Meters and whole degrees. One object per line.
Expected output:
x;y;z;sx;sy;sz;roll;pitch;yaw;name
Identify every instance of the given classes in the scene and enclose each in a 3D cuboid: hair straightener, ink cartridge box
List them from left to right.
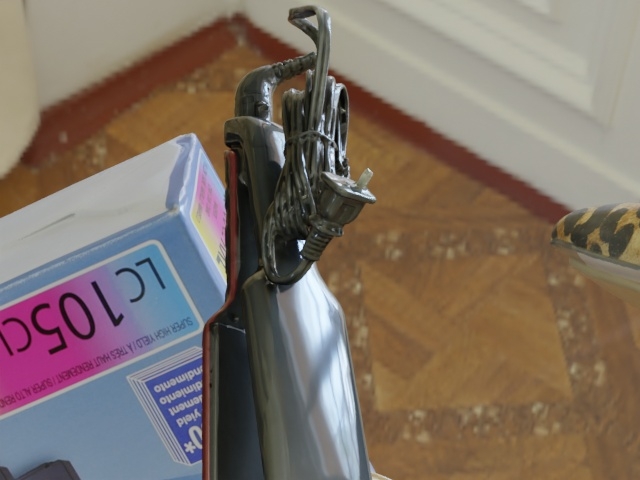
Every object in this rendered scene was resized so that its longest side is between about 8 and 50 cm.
-0.106;0.173;0.920;0.270;0.395;0.151;-24;21;10;ink cartridge box
0.000;0.000;0.523;0.047;0.089;0.230;24;46;-24;hair straightener

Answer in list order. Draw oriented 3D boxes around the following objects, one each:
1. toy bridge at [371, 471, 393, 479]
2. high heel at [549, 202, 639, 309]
0.005;0.132;0.670;0.188;0.063;0.026;-13;1;30;toy bridge
0.226;-0.037;0.601;0.261;0.093;0.186;14;78;39;high heel
